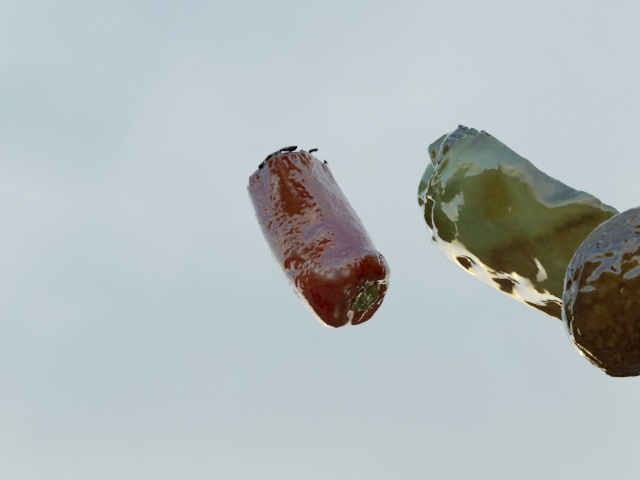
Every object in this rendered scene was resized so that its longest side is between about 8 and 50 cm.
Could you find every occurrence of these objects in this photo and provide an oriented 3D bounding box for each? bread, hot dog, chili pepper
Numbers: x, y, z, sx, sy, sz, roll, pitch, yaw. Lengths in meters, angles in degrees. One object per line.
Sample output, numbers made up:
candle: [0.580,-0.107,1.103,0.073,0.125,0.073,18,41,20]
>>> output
bread: [0.163,0.011,0.842,0.088,0.232,0.128,-57,-16,-3]
hot dog: [0.120,0.015,0.427,0.083,0.035,0.058,-12,-82,20]
chili pepper: [0.000,0.000,0.899,0.070,0.123,0.073,-24,-23,-11]
